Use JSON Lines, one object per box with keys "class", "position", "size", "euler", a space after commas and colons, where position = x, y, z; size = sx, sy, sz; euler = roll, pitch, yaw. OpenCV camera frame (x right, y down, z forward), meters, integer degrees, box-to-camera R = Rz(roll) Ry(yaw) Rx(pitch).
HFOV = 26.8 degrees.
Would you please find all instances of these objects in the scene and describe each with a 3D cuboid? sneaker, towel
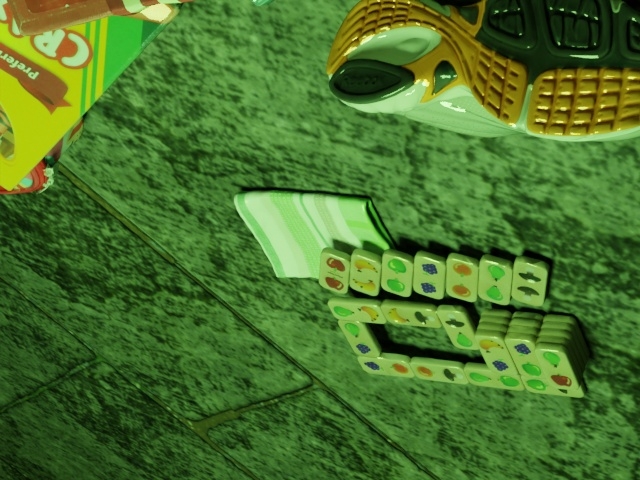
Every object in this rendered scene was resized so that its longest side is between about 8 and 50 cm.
{"class": "sneaker", "position": [0.135, -0.110, 0.882], "size": [0.262, 0.099, 0.121], "euler": [15, 180, 43]}
{"class": "towel", "position": [0.000, 0.000, 1.232], "size": [0.152, 0.023, 0.113], "euler": [5, 141, 38]}

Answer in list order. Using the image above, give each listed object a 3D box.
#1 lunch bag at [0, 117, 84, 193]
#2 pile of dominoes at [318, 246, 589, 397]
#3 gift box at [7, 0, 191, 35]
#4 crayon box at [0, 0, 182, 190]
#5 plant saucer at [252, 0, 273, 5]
{"class": "lunch bag", "position": [-0.344, -0.174, 1.216], "size": [0.258, 0.120, 0.293], "euler": [5, 138, 31]}
{"class": "pile of dominoes", "position": [0.111, 0.085, 1.212], "size": [0.251, 0.040, 0.196], "euler": [3, 141, 32]}
{"class": "gift box", "position": [-0.034, -0.239, 0.672], "size": [0.255, 0.258, 0.276], "euler": [3, 118, 41]}
{"class": "crayon box", "position": [-0.259, -0.168, 1.034], "size": [0.202, 0.081, 0.318], "euler": [35, 134, -18]}
{"class": "plant saucer", "position": [-0.091, -0.245, 0.968], "size": [0.192, 0.018, 0.067], "euler": [43, 149, -19]}
